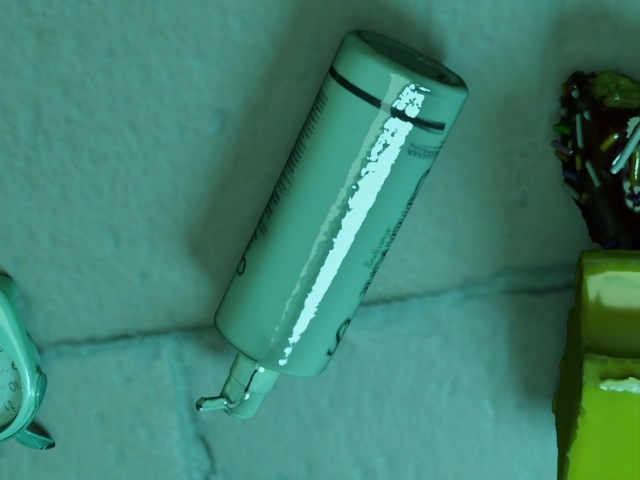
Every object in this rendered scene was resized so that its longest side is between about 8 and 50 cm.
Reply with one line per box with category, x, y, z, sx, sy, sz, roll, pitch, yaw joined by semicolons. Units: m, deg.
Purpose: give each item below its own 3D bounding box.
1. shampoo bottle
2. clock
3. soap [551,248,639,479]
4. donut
shampoo bottle;0.000;0.000;0.938;0.085;0.085;0.262;26;107;-1
clock;-0.237;0.097;1.018;0.101;0.041;0.135;-17;104;11
soap;0.306;0.098;0.875;0.324;0.096;0.204;1;147;6
donut;0.262;-0.052;0.888;0.230;0.096;0.216;-22;102;12
